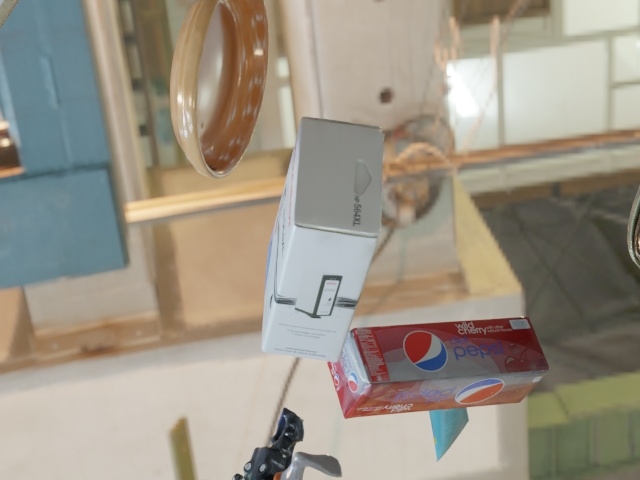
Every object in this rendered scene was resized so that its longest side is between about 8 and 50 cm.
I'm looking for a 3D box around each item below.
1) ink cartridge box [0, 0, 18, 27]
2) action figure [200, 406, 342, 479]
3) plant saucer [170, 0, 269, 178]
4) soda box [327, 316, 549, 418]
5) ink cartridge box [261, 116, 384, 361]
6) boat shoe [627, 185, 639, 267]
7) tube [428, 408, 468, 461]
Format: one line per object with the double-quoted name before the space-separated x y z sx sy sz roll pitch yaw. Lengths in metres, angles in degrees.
"ink cartridge box" -0.345 -0.303 1.251 0.193 0.235 0.088 30 -164 -26
"action figure" -0.113 0.349 1.837 0.330 0.178 0.341 -27 -142 52
"plant saucer" -0.099 -0.160 1.317 0.037 0.200 0.200 11 -147 15
"soda box" 0.148 0.158 1.713 0.263 0.092 0.083 -1 -124 -26
"ink cartridge box" 0.000 0.000 1.344 0.086 0.203 0.148 8 -132 -6
"boat shoe" 0.387 -0.080 1.186 0.110 0.307 0.104 33 -165 -14
"tube" 0.177 0.234 1.886 0.052 0.207 0.080 35 -111 29
